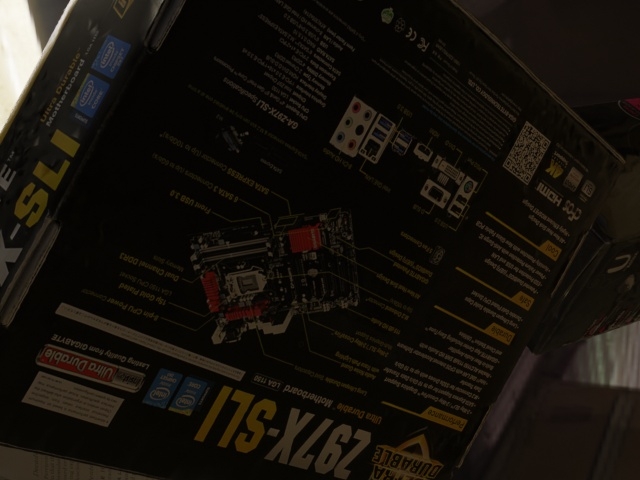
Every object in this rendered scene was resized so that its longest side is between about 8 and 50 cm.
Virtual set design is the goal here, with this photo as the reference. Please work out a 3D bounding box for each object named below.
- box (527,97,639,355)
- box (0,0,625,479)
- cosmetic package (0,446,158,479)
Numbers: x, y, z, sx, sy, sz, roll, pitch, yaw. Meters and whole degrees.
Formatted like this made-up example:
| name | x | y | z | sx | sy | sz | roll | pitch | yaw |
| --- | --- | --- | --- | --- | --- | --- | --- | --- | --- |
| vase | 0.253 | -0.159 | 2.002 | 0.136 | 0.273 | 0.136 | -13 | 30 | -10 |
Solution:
| name | x | y | z | sx | sy | sz | roll | pitch | yaw |
| --- | --- | --- | --- | --- | --- | --- | --- | --- | --- |
| box | 0.271 | -0.026 | 0.872 | 0.270 | 0.165 | 0.143 | -12 | -40 | -33 |
| box | 0.000 | 0.000 | 0.473 | 0.322 | 0.079 | 0.257 | 27 | -86 | -43 |
| cosmetic package | -0.245 | 0.166 | 1.028 | 0.217 | 0.384 | 0.156 | -12 | -75 | -63 |
